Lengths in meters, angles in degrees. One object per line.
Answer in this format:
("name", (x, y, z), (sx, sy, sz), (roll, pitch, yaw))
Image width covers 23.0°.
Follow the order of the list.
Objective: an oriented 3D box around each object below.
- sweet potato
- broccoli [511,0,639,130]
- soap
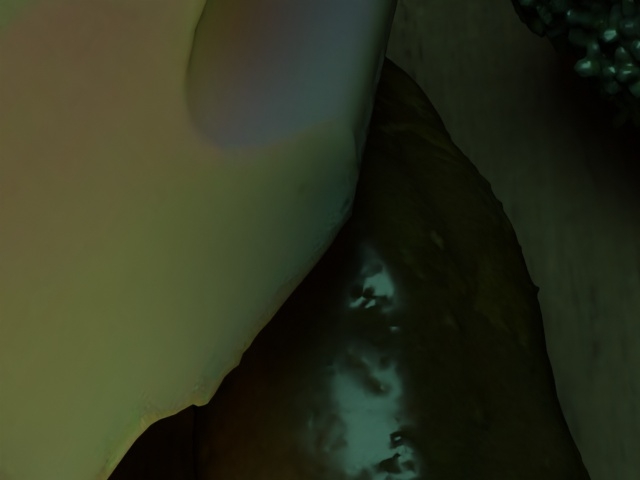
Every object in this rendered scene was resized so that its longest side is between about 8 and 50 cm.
("sweet potato", (0.000, 0.000, 0.672), (0.158, 0.158, 0.370), (-17, 47, -2))
("broccoli", (0.188, -0.169, 0.720), (0.235, 0.260, 0.288), (9, 96, 3))
("soap", (-0.113, -0.091, 0.613), (0.261, 0.156, 0.446), (-13, 38, 26))
